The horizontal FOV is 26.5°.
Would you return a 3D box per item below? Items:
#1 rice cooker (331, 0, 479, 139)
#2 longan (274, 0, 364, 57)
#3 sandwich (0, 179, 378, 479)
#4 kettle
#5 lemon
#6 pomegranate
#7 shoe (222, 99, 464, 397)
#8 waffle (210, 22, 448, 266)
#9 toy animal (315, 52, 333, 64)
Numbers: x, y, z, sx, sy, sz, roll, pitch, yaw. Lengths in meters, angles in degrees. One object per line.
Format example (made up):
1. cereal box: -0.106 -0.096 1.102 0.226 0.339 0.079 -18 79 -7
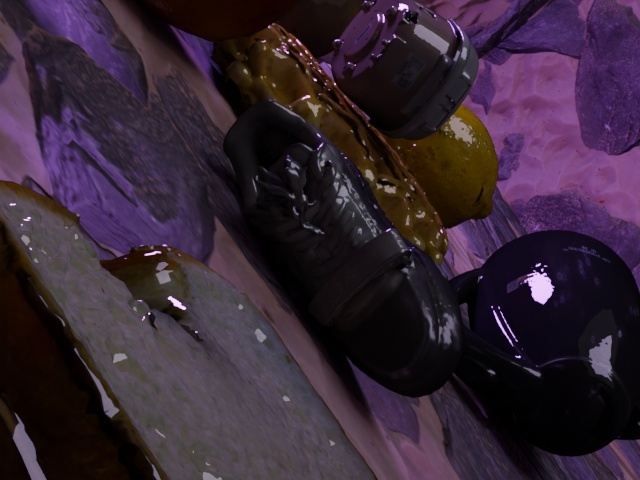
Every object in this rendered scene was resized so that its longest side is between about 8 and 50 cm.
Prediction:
1. rice cooker: 0.089 -0.192 1.487 0.127 0.145 0.206 34 10 -18
2. longan: -0.024 -0.324 1.811 0.167 0.167 0.187 41 27 -45
3. sandwich: -0.062 0.098 0.554 0.249 0.095 0.273 57 11 19
4. kettle: 0.244 0.124 1.542 0.268 0.207 0.290 23 24 -3
5. lemon: 0.149 -0.099 1.796 0.206 0.173 0.173 46 13 -19
6. pomegranate: -0.102 -0.298 1.340 0.209 0.209 0.209 50 12 -14
7. shoe: 0.002 -0.002 1.105 0.149 0.109 0.293 36 17 -44
8. waffle: 0.015 -0.111 1.539 0.379 0.095 0.382 50 9 -6
9. toy animal: -0.011 -0.304 1.997 0.324 0.090 0.195 44 17 2
